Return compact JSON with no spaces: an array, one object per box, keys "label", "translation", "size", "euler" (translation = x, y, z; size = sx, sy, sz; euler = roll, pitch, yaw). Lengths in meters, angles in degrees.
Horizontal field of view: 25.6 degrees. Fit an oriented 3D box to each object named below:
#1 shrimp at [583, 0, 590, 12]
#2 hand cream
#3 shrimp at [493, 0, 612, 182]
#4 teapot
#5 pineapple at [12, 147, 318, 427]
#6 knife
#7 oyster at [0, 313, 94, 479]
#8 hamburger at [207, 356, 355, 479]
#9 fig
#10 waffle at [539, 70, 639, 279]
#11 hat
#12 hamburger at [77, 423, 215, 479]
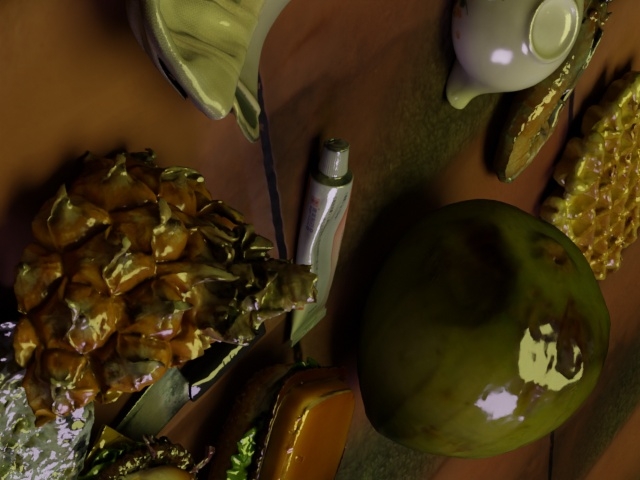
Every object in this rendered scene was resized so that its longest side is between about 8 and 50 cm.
[{"label":"shrimp","translation":[0.231,-0.282,1.392],"size":[0.133,0.053,0.236],"euler":[9,110,-39]},{"label":"hand cream","translation":[0.002,0.000,1.255],"size":[0.052,0.038,0.216],"euler":[-12,133,-26]},{"label":"shrimp","translation":[0.254,-0.174,1.513],"size":[0.251,0.052,0.143],"euler":[-57,162,4]},{"label":"teapot","translation":[0.191,-0.220,1.314],"size":[0.145,0.092,0.226],"euler":[13,102,-46]},{"label":"pineapple","translation":[-0.096,0.006,0.939],"size":[0.250,0.164,0.140],"euler":[-42,123,-46]},{"label":"knife","translation":[-0.131,0.133,1.155],"size":[0.230,0.028,0.060],"euler":[-47,146,-19]},{"label":"oyster","translation":[-0.203,0.122,0.985],"size":[0.125,0.064,0.177],"euler":[-51,148,-13]},{"label":"hamburger","translation":[-0.042,0.180,1.271],"size":[0.137,0.087,0.166],"euler":[1,111,-58]},{"label":"fig","translation":[0.143,0.097,1.379],"size":[0.271,0.239,0.239],"euler":[-42,163,29]},{"label":"waffle","translation":[0.357,-0.073,1.747],"size":[0.283,0.065,0.309],"euler":[16,103,-59]},{"label":"hat","translation":[-0.054,-0.192,0.956],"size":[0.219,0.164,0.226],"euler":[-59,-169,-3]},{"label":"hamburger","translation":[-0.158,0.236,1.105],"size":[0.190,0.093,0.164],"euler":[-56,148,6]}]
